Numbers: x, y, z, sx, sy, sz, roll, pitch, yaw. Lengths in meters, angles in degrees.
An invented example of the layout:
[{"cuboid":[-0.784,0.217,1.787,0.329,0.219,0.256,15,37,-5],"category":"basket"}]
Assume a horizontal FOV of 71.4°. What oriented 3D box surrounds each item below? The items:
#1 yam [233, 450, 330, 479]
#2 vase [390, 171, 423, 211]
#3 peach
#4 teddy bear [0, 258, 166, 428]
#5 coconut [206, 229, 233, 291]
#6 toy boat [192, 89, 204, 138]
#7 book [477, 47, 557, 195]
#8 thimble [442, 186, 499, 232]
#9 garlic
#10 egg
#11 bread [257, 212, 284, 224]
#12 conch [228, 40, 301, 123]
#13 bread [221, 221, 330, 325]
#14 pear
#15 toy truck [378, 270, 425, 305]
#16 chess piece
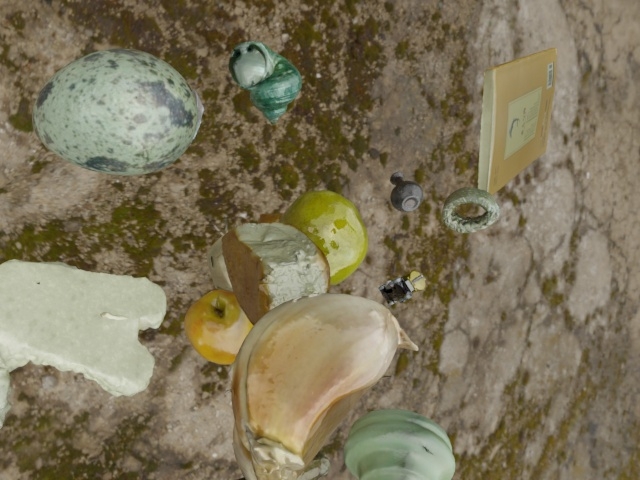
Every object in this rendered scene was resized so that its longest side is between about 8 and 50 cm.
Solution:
[{"cuboid":[-0.122,0.472,0.839,0.317,0.067,0.071,-7,131,-35],"category":"yam"},{"cuboid":[0.305,-0.185,1.636,0.120,0.183,0.120,-5,129,-6],"category":"vase"},{"cuboid":[-0.381,0.356,1.776,0.289,0.289,0.308,-38,145,-28],"category":"peach"},{"cuboid":[-0.536,0.190,0.812,0.375,0.362,0.328,26,41,-30],"category":"teddy bear"},{"cuboid":[-0.276,0.078,1.481,0.224,0.224,0.225,-4,97,-37],"category":"coconut"},{"cuboid":[-0.209,-0.187,0.608,0.122,0.034,0.096,42,60,-68],"category":"toy boat"},{"cuboid":[0.456,-0.277,1.014,0.388,0.032,0.269,-29,124,-41],"category":"book"},{"cuboid":[0.302,-0.060,0.895,0.062,0.109,0.085,-50,142,-56],"category":"thimble"},{"cuboid":[-0.015,0.236,0.699,0.313,0.249,0.286,-43,119,-41],"category":"garlic"},{"cuboid":[-0.221,-0.136,0.486,0.172,0.132,0.133,-11,102,-6],"category":"egg"},{"cuboid":[-0.152,-0.034,1.810,0.236,0.236,0.070,28,54,-35],"category":"bread"},{"cuboid":[-0.149,-0.442,1.262,0.134,0.196,0.203,23,62,-80],"category":"conch"},{"cuboid":[-0.104,0.102,1.116,0.224,0.250,0.279,-18,125,-32],"category":"bread"},{"cuboid":[0.000,0.000,1.340,0.294,0.294,0.295,-4,97,-37],"category":"pear"},{"cuboid":[0.185,0.107,1.007,0.062,0.123,0.052,-28,84,-23],"category":"toy truck"},{"cuboid":[0.119,0.447,0.700,0.195,0.194,0.299,57,27,-26],"category":"chess piece"}]
